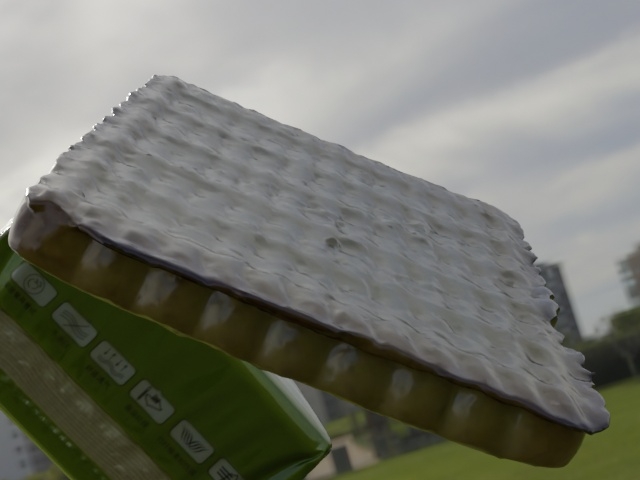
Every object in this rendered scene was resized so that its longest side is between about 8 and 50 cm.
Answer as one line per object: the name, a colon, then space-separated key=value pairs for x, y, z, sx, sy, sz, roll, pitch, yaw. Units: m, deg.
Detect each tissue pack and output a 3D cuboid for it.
tissue pack: x=-0.146 y=0.091 z=1.059 sx=0.167 sy=0.274 sz=0.200 roll=-44 pitch=10 yaw=-2

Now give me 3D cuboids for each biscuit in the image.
biscuit: x=0.000 y=0.000 z=0.484 sx=0.172 sy=0.029 sz=0.254 roll=22 pitch=14 yaw=-3
